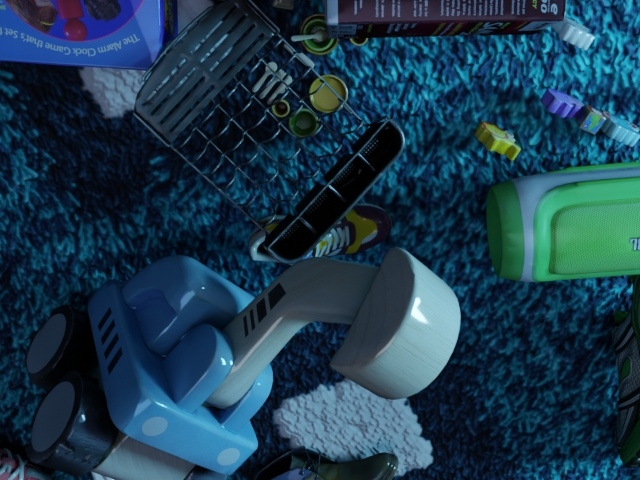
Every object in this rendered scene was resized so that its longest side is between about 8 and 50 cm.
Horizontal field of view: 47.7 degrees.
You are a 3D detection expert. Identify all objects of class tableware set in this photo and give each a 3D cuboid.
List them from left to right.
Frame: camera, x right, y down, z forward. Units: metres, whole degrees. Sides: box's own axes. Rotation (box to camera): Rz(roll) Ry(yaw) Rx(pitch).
[{"bbox_3d":[-0.004,-0.203,0.874,0.104,0.024,0.154,39,109,-12],"label":"tableware set"}]

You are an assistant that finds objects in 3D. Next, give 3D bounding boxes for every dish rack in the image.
[{"bbox_3d":[-0.065,-0.132,0.828,0.271,0.074,0.208,43,88,-15],"label":"dish rack"}]

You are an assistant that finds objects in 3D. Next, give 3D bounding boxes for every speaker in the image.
[{"bbox_3d":[0.350,-0.022,0.836,0.297,0.131,0.131,-5,112,4],"label":"speaker"}]

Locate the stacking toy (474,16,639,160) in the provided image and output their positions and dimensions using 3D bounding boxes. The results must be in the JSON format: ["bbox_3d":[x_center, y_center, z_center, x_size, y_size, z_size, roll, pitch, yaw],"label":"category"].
[{"bbox_3d":[0.321,-0.147,0.859,0.221,0.052,0.167,22,122,-13],"label":"stacking toy"}]

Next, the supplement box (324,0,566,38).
[{"bbox_3d":[0.125,-0.259,0.772,0.240,0.130,0.073,-1,99,2],"label":"supplement box"}]

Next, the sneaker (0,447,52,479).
[{"bbox_3d":[-0.491,0.363,1.114,0.136,0.116,0.313,-20,117,1],"label":"sneaker"}]

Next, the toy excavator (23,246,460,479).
[{"bbox_3d":[-0.108,0.117,0.825,0.222,0.433,0.445,36,99,-36],"label":"toy excavator"}]

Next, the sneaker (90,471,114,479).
[{"bbox_3d":[-0.300,0.292,1.074,0.129,0.111,0.297,-22,114,-4],"label":"sneaker"}]

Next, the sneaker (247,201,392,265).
[{"bbox_3d":[0.000,0.000,0.925,0.186,0.084,0.069,-9,111,8],"label":"sneaker"}]

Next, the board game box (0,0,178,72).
[{"bbox_3d":[-0.342,-0.324,0.820,0.348,0.078,0.233,5,112,2],"label":"board game box"}]

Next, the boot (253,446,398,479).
[{"bbox_3d":[0.003,0.353,1.073,0.219,0.082,0.106,-35,108,19],"label":"boot"}]

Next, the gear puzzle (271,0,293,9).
[{"bbox_3d":[-0.150,-0.348,0.745,0.339,0.044,0.175,0,111,-26],"label":"gear puzzle"}]

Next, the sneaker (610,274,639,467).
[{"bbox_3d":[0.451,0.168,0.948,0.134,0.146,0.343,-12,127,-13],"label":"sneaker"}]
